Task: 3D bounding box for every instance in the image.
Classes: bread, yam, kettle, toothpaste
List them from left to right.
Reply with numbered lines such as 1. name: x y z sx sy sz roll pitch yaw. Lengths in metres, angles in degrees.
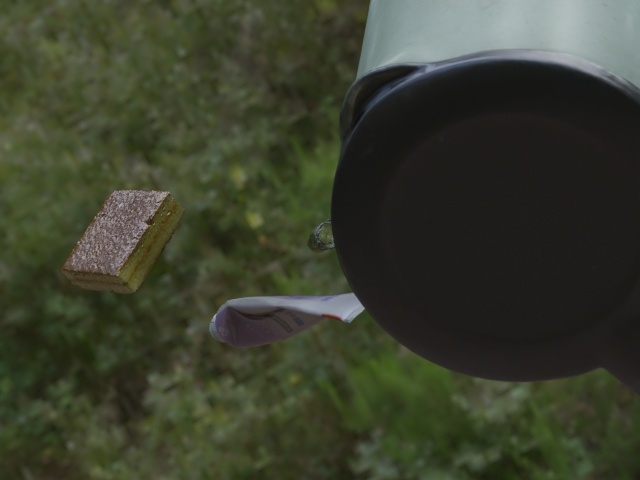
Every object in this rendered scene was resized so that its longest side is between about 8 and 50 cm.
1. bread: -0.173 -0.001 1.644 0.090 0.035 0.094 3 55 48
2. toothpaste: -0.024 0.070 1.792 0.075 0.048 0.301 2 -8 -31
3. yam: 0.000 0.000 1.875 0.033 0.027 0.129 -65 3 -8
4. kettle: 0.176 -0.056 1.250 0.250 0.361 0.376 -39 16 25
